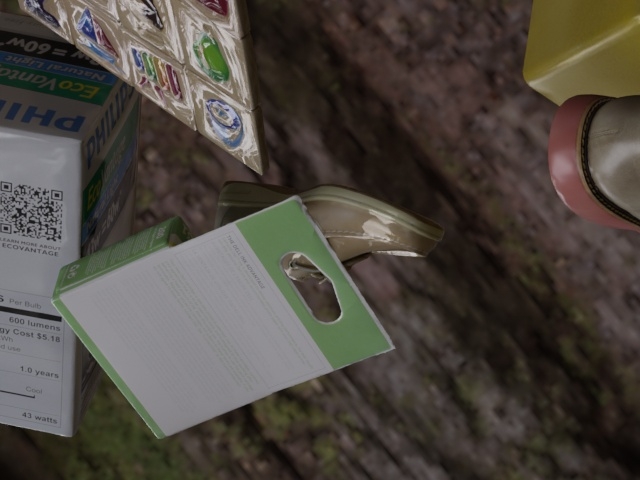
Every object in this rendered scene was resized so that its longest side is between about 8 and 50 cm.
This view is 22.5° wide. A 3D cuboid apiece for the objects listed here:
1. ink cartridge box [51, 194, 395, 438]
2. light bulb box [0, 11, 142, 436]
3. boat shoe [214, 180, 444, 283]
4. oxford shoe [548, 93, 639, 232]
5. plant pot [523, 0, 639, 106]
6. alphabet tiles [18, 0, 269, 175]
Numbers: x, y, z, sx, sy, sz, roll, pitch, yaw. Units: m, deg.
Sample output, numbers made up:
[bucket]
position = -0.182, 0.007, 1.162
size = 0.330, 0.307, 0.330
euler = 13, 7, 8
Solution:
[ink cartridge box]
position = -0.078, 0.056, 1.330
size = 0.171, 0.235, 0.056
euler = 57, -160, -27
[light bulb box]
position = -0.378, -0.035, 1.610
size = 0.358, 0.361, 0.225
euler = 11, -145, 3
[boat shoe]
position = 0.000, 0.000, 1.681
size = 0.302, 0.098, 0.109
euler = 7, 167, 43
[oxford shoe]
position = 0.331, -0.037, 1.294
size = 0.130, 0.123, 0.348
euler = -1, 172, 44
[plant pot]
position = 0.311, -0.205, 1.512
size = 0.212, 0.187, 0.212
euler = 29, -123, -28
[alphabet tiles]
position = -0.114, -0.148, 0.642
size = 0.237, 0.009, 0.198
euler = 36, 153, 28
